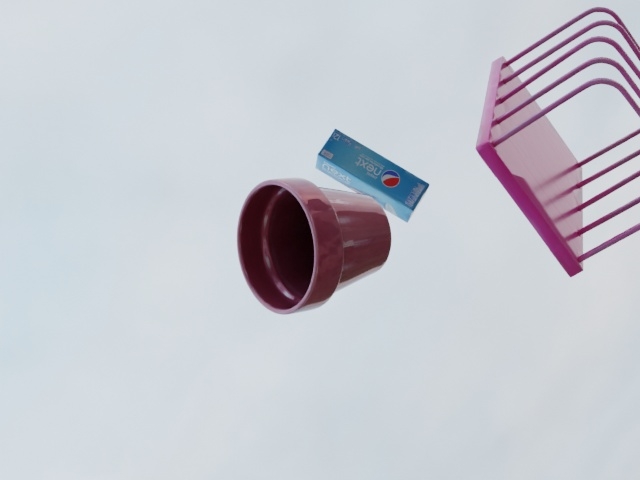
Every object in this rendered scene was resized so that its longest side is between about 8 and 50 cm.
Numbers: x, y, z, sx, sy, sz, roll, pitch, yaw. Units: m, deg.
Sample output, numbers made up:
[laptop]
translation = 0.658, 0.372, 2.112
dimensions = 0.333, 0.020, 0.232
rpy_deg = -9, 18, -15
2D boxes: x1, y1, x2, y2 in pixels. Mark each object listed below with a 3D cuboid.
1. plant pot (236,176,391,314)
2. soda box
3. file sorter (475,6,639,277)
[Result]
[plant pot]
translation = 0.000, 0.000, 1.672
dimensions = 0.180, 0.201, 0.201
rpy_deg = -9, -60, -39
[soda box]
translation = 0.097, -0.122, 2.085
dimensions = 0.067, 0.210, 0.071
rpy_deg = -56, -7, -19
[file sorter]
translation = 0.333, -0.140, 1.366
dimensions = 0.202, 0.182, 0.291
rpy_deg = 50, -152, -16
